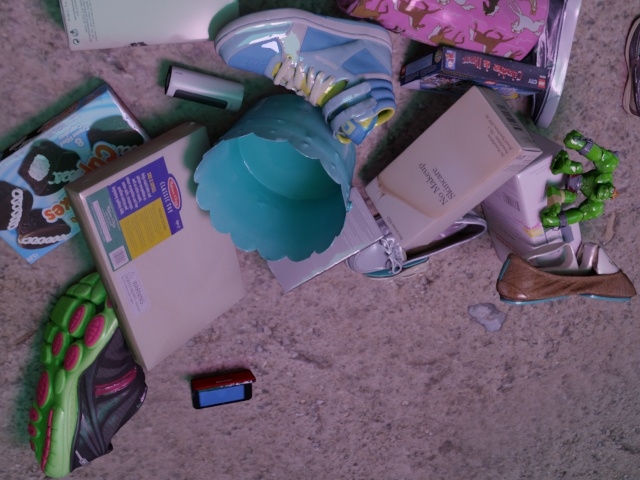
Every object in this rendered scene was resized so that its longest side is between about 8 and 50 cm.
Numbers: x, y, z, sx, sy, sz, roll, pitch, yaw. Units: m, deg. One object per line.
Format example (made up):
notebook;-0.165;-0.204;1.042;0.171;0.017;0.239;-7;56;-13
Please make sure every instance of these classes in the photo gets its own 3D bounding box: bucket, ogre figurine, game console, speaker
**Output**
bucket;-0.068;-0.117;1.181;0.281;0.183;0.281;9;131;11
ogre figurine;0.500;-0.111;1.244;0.118;0.097;0.197;1;99;-7
game console;-0.224;0.357;1.512;0.144;0.124;0.085;-8;94;-15
speaker;-0.209;-0.274;1.179;0.136;0.055;0.055;10;114;-24

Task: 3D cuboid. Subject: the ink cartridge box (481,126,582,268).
ink cartridge box;0.453;-0.065;1.424;0.119;0.207;0.353;-29;124;-5

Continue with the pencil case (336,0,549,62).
pencil case;0.216;-0.440;1.167;0.386;0.167;0.160;8;134;-23

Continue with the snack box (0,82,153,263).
snack box;-0.458;-0.117;1.179;0.322;0.060;0.187;-34;124;2

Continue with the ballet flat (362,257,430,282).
ballet flat;0.177;0.073;1.502;0.168;0.057;0.052;-13;131;-11

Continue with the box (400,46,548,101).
box;0.295;-0.315;1.260;0.233;0.159;0.044;5;89;-21

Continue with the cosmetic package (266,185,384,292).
cosmetic package;0.000;0.000;1.347;0.238;0.107;0.127;-28;87;2

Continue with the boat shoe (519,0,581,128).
boat shoe;0.450;-0.369;1.324;0.102;0.108;0.301;9;134;13

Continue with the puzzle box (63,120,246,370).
puzzle box;-0.286;0.014;1.221;0.272;0.052;0.409;-37;134;-35

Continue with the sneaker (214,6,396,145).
sneaker;-0.008;-0.258;1.069;0.319;0.208;0.127;-4;164;-22

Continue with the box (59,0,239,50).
box;-0.276;-0.377;1.067;0.275;0.113;0.094;-7;121;-13

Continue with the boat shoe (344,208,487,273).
boat shoe;0.206;-0.003;1.438;0.320;0.103;0.118;-17;122;-9

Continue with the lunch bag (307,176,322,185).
lunch bag;0.021;-0.148;1.317;0.098;0.067;0.065;6;116;-21

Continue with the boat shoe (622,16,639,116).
boat shoe;0.716;-0.374;1.418;0.080;0.073;0.223;-15;122;-10

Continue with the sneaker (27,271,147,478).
sneaker;-0.460;0.264;1.354;0.202;0.185;0.483;1;119;-49

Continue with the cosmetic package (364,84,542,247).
cosmetic package;0.252;-0.137;1.273;0.309;0.160;0.113;-43;158;32

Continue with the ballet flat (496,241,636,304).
ballet flat;0.519;0.064;1.347;0.342;0.116;0.124;1;99;-17
